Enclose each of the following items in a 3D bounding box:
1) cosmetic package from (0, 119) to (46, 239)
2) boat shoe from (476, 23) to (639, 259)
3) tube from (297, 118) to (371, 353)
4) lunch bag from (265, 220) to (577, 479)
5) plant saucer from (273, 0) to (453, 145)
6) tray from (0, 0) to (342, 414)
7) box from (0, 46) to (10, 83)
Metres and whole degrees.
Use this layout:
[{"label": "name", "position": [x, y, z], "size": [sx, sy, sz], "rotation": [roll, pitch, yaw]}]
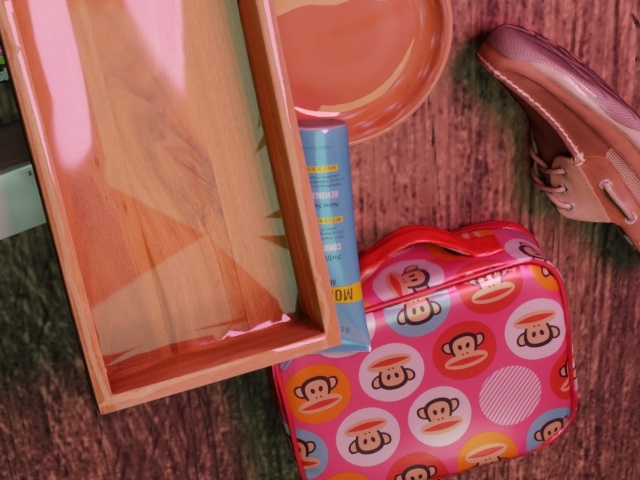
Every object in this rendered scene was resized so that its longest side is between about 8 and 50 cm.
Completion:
[{"label": "cosmetic package", "position": [-0.335, -0.020, 1.007], "size": [0.239, 0.099, 0.060], "rotation": [-20, 120, -1]}, {"label": "boat shoe", "position": [0.250, -0.069, 1.105], "size": [0.324, 0.123, 0.116], "rotation": [36, 108, -26]}, {"label": "tube", "position": [0.000, 0.000, 1.051], "size": [0.080, 0.052, 0.207], "rotation": [-1, 105, 6]}, {"label": "lunch bag", "position": [0.091, 0.103, 1.160], "size": [0.293, 0.120, 0.258], "rotation": [-15, 120, -4]}, {"label": "plant saucer", "position": [0.012, -0.176, 1.036], "size": [0.200, 0.037, 0.200], "rotation": [-6, 119, -10]}, {"label": "tray", "position": [-0.126, -0.091, 0.945], "size": [0.203, 0.076, 0.411], "rotation": [-15, 105, -15]}, {"label": "box", "position": [-0.278, -0.161, 0.969], "size": [0.083, 0.052, 0.062], "rotation": [-2, 119, -10]}]
